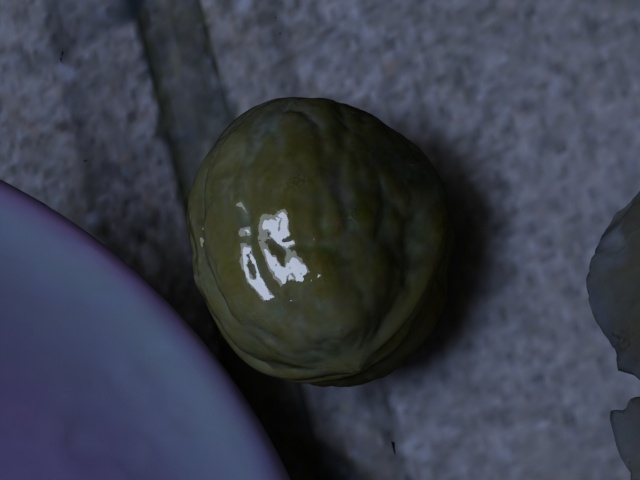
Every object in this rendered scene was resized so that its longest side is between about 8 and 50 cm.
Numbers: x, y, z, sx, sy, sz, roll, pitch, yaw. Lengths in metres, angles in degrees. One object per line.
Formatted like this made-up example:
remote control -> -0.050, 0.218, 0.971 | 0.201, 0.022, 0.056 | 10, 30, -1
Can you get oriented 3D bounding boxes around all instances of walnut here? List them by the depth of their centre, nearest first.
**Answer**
walnut -> 0.000, 0.000, 0.584 | 0.092, 0.092, 0.092 | -6, 79, 32

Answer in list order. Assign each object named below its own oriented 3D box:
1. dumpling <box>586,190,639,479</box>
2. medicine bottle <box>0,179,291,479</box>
dumpling -> 0.183, 0.100, 0.447 | 0.332, 0.086, 0.166 | 26, 64, 34
medicine bottle -> -0.181, 0.151, 0.576 | 0.325, 0.256, 0.256 | -43, 61, 32
